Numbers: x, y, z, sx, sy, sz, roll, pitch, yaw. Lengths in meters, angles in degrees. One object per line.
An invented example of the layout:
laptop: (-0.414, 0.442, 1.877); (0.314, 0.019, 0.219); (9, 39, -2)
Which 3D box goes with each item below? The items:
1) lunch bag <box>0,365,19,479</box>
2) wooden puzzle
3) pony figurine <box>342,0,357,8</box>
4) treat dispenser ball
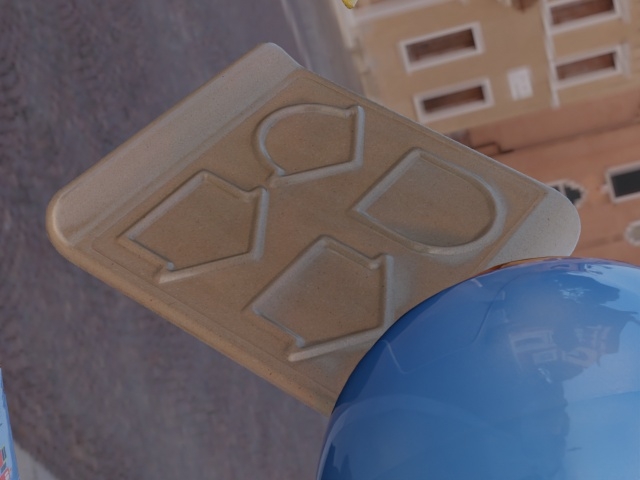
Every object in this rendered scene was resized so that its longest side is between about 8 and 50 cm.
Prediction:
lunch bag: (-0.429, 0.272, 1.242); (0.293, 0.138, 0.221); (-71, 169, -49)
wooden puzzle: (0.000, 0.000, 1.038); (0.322, 0.348, 0.080); (-44, 157, -38)
pony figurine: (0.085, -0.358, 0.696); (0.351, 0.363, 0.303); (56, 9, -13)
treat dispenser ball: (0.139, 0.152, 0.694); (0.288, 0.288, 0.288); (-14, 90, -83)
